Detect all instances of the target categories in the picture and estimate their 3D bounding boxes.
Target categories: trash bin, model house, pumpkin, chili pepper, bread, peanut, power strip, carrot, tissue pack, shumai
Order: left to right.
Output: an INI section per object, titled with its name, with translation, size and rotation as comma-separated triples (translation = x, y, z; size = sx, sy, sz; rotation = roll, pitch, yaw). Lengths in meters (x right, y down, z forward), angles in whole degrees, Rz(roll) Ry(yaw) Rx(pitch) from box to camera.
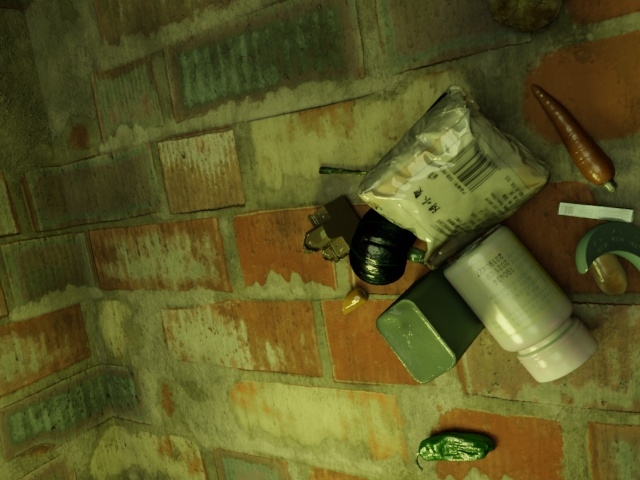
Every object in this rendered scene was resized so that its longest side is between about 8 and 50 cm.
[model house]
translation = 0.000, 0.000, 1.557
size = 0.180, 0.176, 0.248
rotation = 58, 138, 6
[bread]
translation = 0.105, 0.200, 1.589
size = 0.103, 0.049, 0.062
rotation = -36, 82, 29
[pumpkin]
translation = 0.212, 0.024, 1.380
size = 0.248, 0.248, 0.247
rotation = 7, 104, 29
[trash bin]
translation = 0.313, 0.212, 1.300
size = 0.158, 0.343, 0.222
rotation = -43, 78, 28
[chili pepper]
translation = 0.413, 0.653, 1.497
size = 0.257, 0.074, 0.100
rotation = -18, 91, 31
[tissue pack]
translation = 0.324, -0.133, 1.162
size = 0.390, 0.195, 0.376
rotation = -41, 119, 21
[shumai]
translation = 0.473, -0.600, 1.122
size = 0.161, 0.153, 0.209
rotation = -34, 79, 24
[carrot]
translation = 0.629, -0.259, 1.183
size = 0.069, 0.069, 0.335
rotation = -36, 76, 31
[peanut]
translation = 0.712, 0.068, 1.196
size = 0.076, 0.076, 0.152
rotation = -31, 82, 31
[power strip]
translation = 0.721, 0.023, 1.143
size = 0.216, 0.044, 0.137
rotation = 4, 80, -4

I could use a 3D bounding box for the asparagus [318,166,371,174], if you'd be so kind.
[asparagus]
translation = 0.095, -0.219, 1.518
size = 0.233, 0.023, 0.022
rotation = 7, 149, 29

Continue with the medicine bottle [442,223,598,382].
[medicine bottle]
translation = 0.514, 0.160, 1.247
size = 0.213, 0.214, 0.378
rotation = -42, 79, 30

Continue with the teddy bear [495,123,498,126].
[teddy bear]
translation = 0.391, -0.246, 1.277
size = 0.190, 0.140, 0.177
rotation = -35, 65, 13

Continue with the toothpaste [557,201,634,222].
[toothpaste]
translation = 0.686, -0.073, 1.192
size = 0.164, 0.046, 0.034
rotation = 9, 103, 28
